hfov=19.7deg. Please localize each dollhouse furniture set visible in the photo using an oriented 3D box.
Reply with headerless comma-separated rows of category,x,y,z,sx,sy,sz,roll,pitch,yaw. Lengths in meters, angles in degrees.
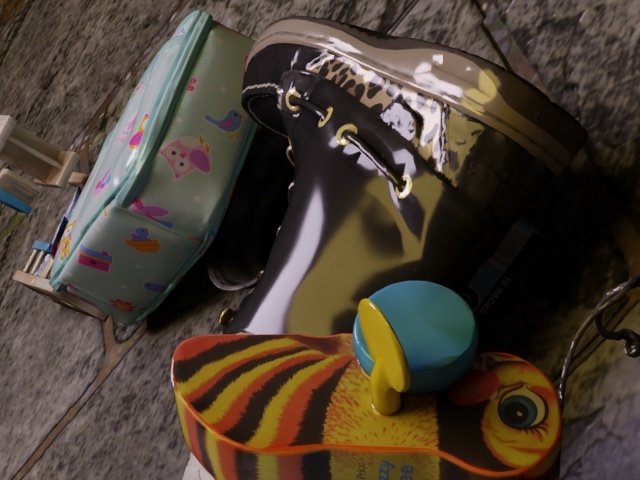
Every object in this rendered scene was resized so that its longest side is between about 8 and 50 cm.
dollhouse furniture set,-0.282,-0.025,1.833,0.129,0.184,0.129,9,70,62

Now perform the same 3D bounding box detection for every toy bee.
toy bee,0.068,0.100,1.017,0.298,0.195,0.162,-23,45,13

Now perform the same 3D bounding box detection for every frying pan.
frying pan,-0.026,0.001,1.508,0.197,0.053,0.326,-45,30,29

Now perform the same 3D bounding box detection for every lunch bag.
lunch bag,-0.144,-0.065,1.657,0.279,0.108,0.224,-46,23,54

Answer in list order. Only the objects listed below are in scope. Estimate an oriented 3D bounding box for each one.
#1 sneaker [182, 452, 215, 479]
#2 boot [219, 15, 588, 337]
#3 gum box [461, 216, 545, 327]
sneaker,-0.029,0.214,1.234,0.297,0.111,0.129,15,81,64
boot,0.000,0.000,1.288,0.377,0.138,0.284,19,79,57
gum box,0.069,0.018,1.339,0.157,0.041,0.184,-54,26,10
